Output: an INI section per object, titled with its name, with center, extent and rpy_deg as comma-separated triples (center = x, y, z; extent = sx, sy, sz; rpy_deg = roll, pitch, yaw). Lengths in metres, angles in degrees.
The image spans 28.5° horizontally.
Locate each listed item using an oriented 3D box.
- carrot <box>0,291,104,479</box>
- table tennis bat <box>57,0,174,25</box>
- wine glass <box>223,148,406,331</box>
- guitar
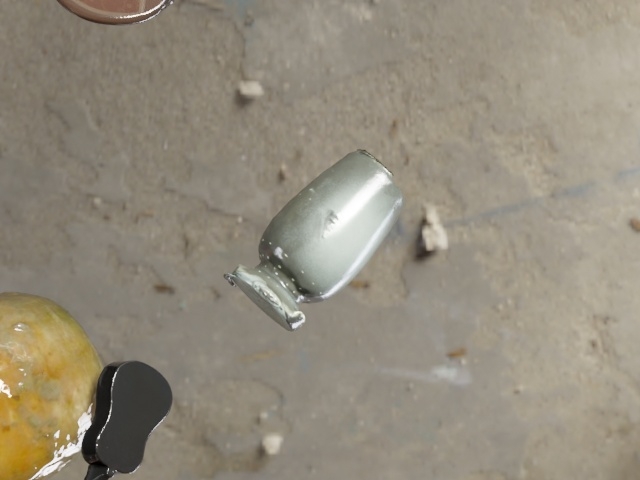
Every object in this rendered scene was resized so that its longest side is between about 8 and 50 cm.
[carrot]
center = -0.403, 0.195, 1.351
extent = 0.341, 0.224, 0.224
rpy_deg = -30, 150, -33
[table tennis bat]
center = -0.149, -0.200, 1.066
extent = 0.170, 0.107, 0.119
rpy_deg = 7, 158, -9
[wine glass]
center = 0.000, 0.000, 1.393
extent = 0.204, 0.111, 0.111
rpy_deg = -46, 133, -12
[guitar]
center = -0.233, 0.253, 1.307
extent = 0.084, 0.271, 0.038
rpy_deg = 36, 153, -32
